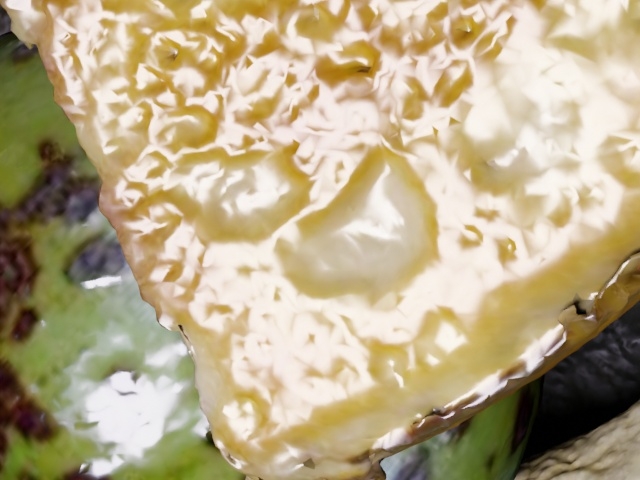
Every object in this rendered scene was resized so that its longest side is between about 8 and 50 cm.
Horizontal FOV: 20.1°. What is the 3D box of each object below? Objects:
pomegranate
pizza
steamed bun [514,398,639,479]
[{"bbox_3d":[0.005,0.012,0.622,0.306,0.242,0.242,-21,106,0],"label":"pomegranate"},{"bbox_3d":[0.031,-0.095,0.448,0.223,0.089,0.323,39,109,6],"label":"pizza"},{"bbox_3d":[0.129,0.127,0.648,0.141,0.172,0.155,26,103,-33],"label":"steamed bun"}]
